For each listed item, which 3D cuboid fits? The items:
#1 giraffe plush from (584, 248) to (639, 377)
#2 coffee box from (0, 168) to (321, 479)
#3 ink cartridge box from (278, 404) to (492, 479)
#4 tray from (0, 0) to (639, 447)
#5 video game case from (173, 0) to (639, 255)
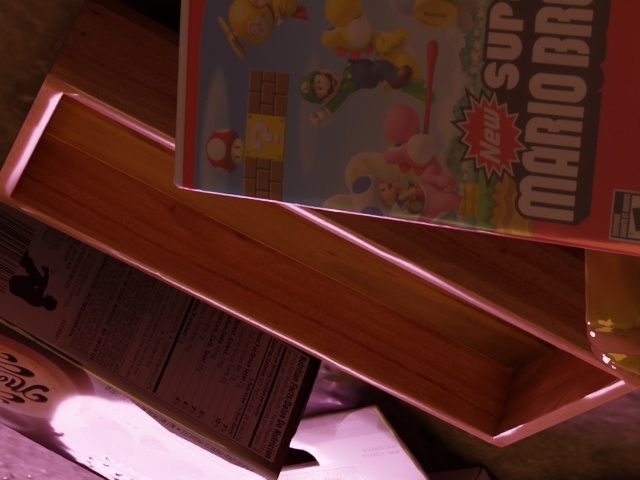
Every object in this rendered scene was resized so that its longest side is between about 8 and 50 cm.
[{"bbox_3d":[0.226,-0.035,0.810,0.170,0.181,0.210,-1,107,12],"label":"giraffe plush"},{"bbox_3d":[-0.173,0.091,1.213,0.297,0.119,0.168,33,144,-18],"label":"coffee box"},{"bbox_3d":[0.023,0.243,1.382,0.296,0.066,0.261,-15,117,42],"label":"ink cartridge box"},{"bbox_3d":[0.000,0.000,1.014,0.411,0.076,0.203,26,154,-11],"label":"tray"},{"bbox_3d":[0.061,-0.108,0.748,0.285,0.025,0.204,9,103,23],"label":"video game case"}]
